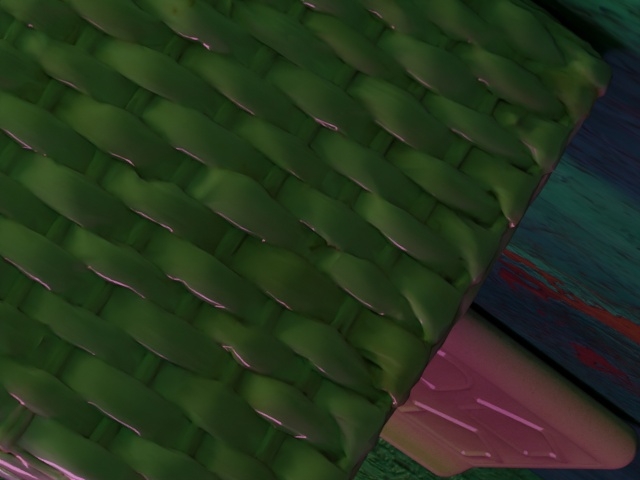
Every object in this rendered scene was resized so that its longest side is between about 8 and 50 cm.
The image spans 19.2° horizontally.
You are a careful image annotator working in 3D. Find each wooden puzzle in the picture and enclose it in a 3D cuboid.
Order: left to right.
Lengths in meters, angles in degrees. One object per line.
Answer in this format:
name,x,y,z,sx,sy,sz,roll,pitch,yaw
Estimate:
wooden puzzle,0.145,0.153,2.114,0.322,0.080,0.348,36,154,-22

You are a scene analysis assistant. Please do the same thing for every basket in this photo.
basket,-0.087,-0.032,0.939,0.331,0.328,0.266,34,170,-2
